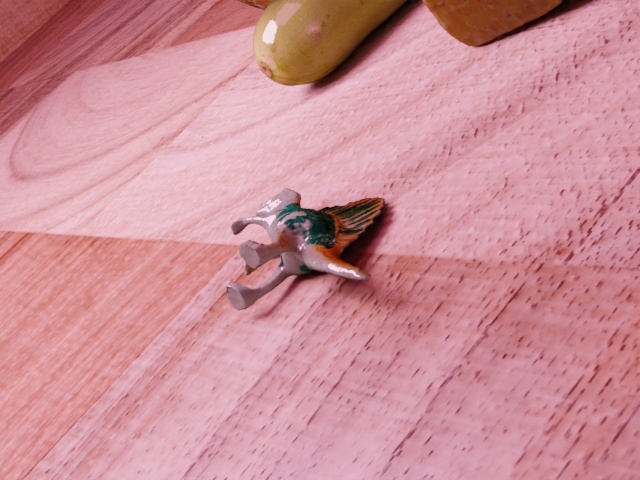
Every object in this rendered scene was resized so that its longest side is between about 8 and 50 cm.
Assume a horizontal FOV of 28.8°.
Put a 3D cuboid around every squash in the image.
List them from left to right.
[{"bbox_3d":[0.043,-0.222,1.073,0.250,0.083,0.083,-40,22,-11],"label":"squash"}]

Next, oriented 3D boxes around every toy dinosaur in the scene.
[{"bbox_3d":[-0.001,-0.003,0.769,0.106,0.044,0.187,-35,15,-35],"label":"toy dinosaur"}]

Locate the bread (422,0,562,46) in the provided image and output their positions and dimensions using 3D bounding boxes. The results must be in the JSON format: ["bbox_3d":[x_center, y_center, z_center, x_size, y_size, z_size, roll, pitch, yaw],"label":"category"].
[{"bbox_3d":[0.141,-0.226,0.847,0.196,0.138,0.102,-16,35,42],"label":"bread"}]

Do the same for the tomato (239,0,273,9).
[{"bbox_3d":[-0.023,-0.363,1.151,0.303,0.303,0.239,-45,39,-15],"label":"tomato"}]
